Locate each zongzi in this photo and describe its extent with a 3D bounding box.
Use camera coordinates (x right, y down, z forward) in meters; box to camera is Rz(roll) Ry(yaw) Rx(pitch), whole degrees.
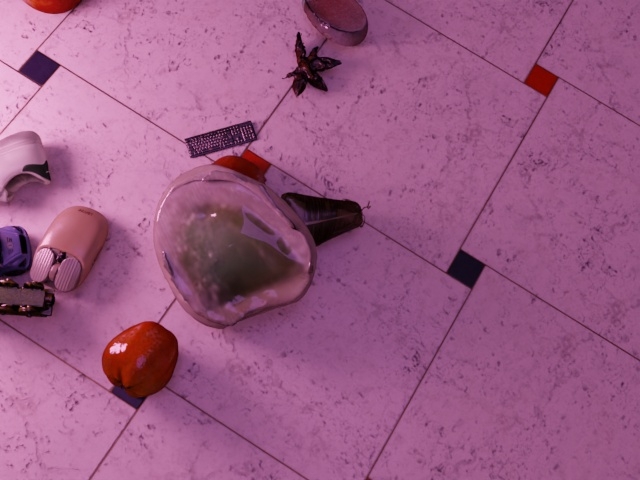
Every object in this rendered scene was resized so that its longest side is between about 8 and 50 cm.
[{"bbox_3d":[0.000,0.000,1.828,0.247,0.111,0.241,6,91,-11],"label":"zongzi"}]

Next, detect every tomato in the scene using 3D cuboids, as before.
[{"bbox_3d":[-0.762,-0.723,1.922,0.200,0.140,0.233,-29,45,-20],"label":"tomato"},{"bbox_3d":[-0.247,-0.133,1.824,0.199,0.112,0.228,40,76,4],"label":"tomato"}]

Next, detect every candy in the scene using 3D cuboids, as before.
[{"bbox_3d":[-0.230,0.010,1.710,0.386,0.186,0.427,-34,94,10],"label":"candy"}]

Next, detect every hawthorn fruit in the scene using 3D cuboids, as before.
[{"bbox_3d":[-0.433,0.288,1.649,0.189,0.189,0.189,2,74,-6],"label":"hawthorn fruit"}]

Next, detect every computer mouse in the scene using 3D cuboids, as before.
[{"bbox_3d":[-0.642,0.016,1.739,0.145,0.082,0.237,22,66,1],"label":"computer mouse"}]

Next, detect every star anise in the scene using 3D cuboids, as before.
[{"bbox_3d":[-0.023,-0.504,1.984,0.157,0.053,0.212,15,71,-1],"label":"star anise"}]

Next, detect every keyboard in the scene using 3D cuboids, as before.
[{"bbox_3d":[-0.282,-0.288,1.914,0.198,0.010,0.064,-18,79,-11],"label":"keyboard"}]

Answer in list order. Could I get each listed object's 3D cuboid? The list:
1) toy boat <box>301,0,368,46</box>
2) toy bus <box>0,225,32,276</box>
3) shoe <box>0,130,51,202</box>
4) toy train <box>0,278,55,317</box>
[{"bbox_3d":[0.048,-0.665,2.036,0.155,0.085,0.227,-34,69,-23],"label":"toy boat"},{"bbox_3d":[-0.885,0.038,1.687,0.292,0.133,0.126,-13,75,-10],"label":"toy bus"},{"bbox_3d":[-0.880,-0.148,1.751,0.363,0.132,0.160,-25,83,-16],"label":"shoe"},{"bbox_3d":[-0.768,0.148,1.670,0.225,0.137,0.090,6,72,-9],"label":"toy train"}]
